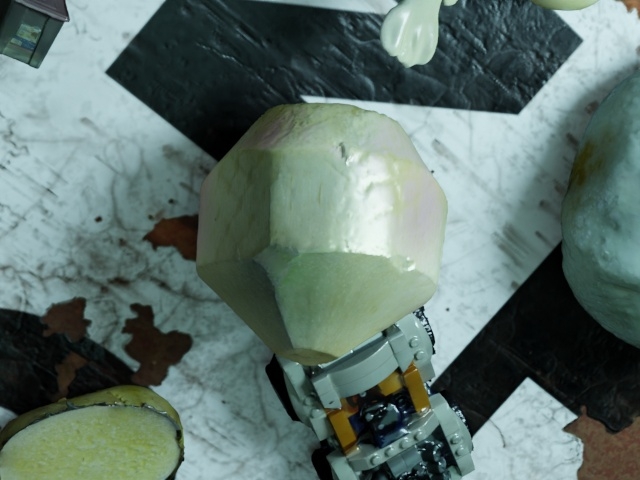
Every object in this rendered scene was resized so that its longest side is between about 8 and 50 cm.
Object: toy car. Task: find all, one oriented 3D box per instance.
[{"bbox_3d":[0.070,0.197,1.606,0.193,0.118,0.301,-27,119,-8],"label":"toy car"}]

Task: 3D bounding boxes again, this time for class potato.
[{"bbox_3d":[-0.248,0.213,1.531,0.200,0.081,0.164,-13,123,-9],"label":"potato"}]

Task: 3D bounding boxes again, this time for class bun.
[{"bbox_3d":[0.431,-0.031,1.568,0.362,0.211,0.362,-7,113,-17],"label":"bun"}]

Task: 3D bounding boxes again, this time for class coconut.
[{"bbox_3d":[0.000,0.000,1.427,0.259,0.259,0.259,-7,114,-15],"label":"coconut"}]

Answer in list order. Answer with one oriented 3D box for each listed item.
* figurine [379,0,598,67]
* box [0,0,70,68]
[{"bbox_3d":[0.145,-0.293,1.388,0.394,0.226,0.274,12,95,-36],"label":"figurine"},{"bbox_3d":[-0.276,-0.208,1.341,0.060,0.084,0.063,19,113,-25],"label":"box"}]
